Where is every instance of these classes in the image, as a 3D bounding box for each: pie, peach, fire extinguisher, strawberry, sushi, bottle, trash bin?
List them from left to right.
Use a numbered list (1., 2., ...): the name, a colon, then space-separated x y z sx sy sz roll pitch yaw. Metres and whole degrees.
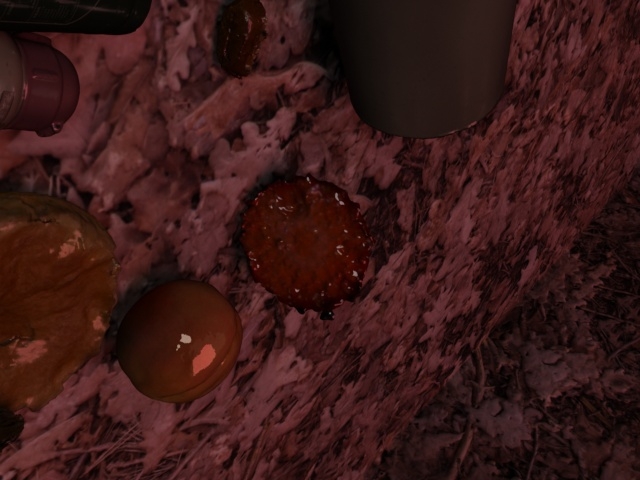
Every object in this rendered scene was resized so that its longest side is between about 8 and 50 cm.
1. bottle: -0.329 -0.147 0.552 0.233 0.110 0.110 -5 121 -51
2. fire extinguisher: -0.272 -0.224 0.508 0.311 0.095 0.114 -36 105 -61
3. pie: -0.374 0.091 0.713 0.339 0.083 0.339 -34 144 -29
4. peach: -0.198 0.142 0.917 0.184 0.184 0.184 -33 140 -33
5. sushi: -0.098 -0.266 0.815 0.060 0.061 0.118 -26 157 -51
6. strawberry: 0.000 0.000 1.045 0.234 0.234 0.178 -69 166 18
7. trash bin: 0.132 -0.369 0.832 0.280 0.280 0.432 -45 149 -20

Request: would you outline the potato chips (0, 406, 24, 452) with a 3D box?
1. potato chips: -0.449 0.249 0.715 0.202 0.029 0.220 -4 148 -46
